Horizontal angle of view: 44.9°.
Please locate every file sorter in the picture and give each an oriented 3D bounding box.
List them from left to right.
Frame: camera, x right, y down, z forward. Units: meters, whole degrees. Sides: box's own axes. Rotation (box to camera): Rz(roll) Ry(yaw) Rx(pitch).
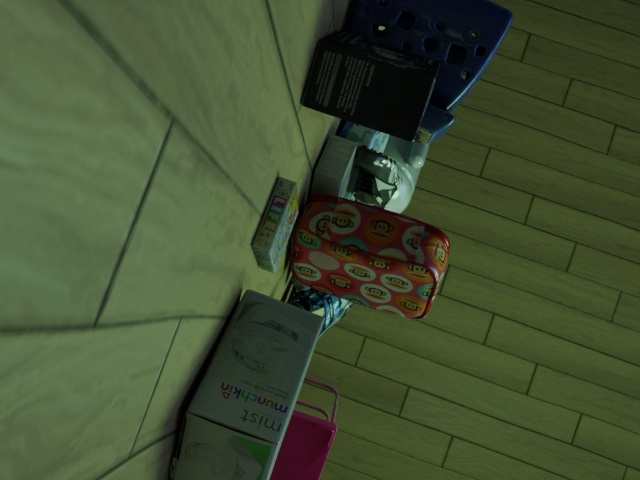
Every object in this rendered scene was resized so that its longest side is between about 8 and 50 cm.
[{"bbox_3d":[-0.095,0.438,1.634,0.182,0.202,0.291,-68,177,-71],"label":"file sorter"}]

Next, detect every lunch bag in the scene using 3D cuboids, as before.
[{"bbox_3d":[0.082,-0.189,1.706,0.176,0.090,0.219,-68,171,22],"label":"lunch bag"},{"bbox_3d":[0.089,0.047,1.482,0.258,0.293,0.120,95,15,-57],"label":"lunch bag"}]

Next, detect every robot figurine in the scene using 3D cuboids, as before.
[{"bbox_3d":[0.162,-0.192,2.044,0.300,0.200,0.353,-26,-150,43],"label":"robot figurine"}]

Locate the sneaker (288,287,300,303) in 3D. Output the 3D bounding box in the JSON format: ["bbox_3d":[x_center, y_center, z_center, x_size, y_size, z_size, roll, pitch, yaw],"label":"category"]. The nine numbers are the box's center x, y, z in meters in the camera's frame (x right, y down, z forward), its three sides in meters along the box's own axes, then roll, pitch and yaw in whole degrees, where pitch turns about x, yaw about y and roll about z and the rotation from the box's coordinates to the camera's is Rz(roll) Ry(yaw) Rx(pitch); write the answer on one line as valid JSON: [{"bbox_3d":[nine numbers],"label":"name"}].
[{"bbox_3d":[-0.057,0.146,1.860,0.162,0.063,0.073,-72,161,-57],"label":"sneaker"}]

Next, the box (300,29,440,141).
[{"bbox_3d":[0.073,-0.215,1.058,0.156,0.158,0.093,-63,171,-67],"label":"box"}]

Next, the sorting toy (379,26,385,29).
[{"bbox_3d":[0.173,-0.561,1.616,0.208,0.038,0.193,-66,174,-49],"label":"sorting toy"}]

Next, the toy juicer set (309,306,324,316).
[{"bbox_3d":[-0.113,0.248,1.406,0.329,0.089,0.209,-67,158,-6],"label":"toy juicer set"}]

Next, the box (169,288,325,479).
[{"bbox_3d":[-0.108,0.246,1.074,0.231,0.126,0.262,-69,177,-51],"label":"box"}]

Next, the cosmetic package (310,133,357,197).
[{"bbox_3d":[0.015,-0.094,1.535,0.239,0.060,0.099,103,10,-57],"label":"cosmetic package"}]

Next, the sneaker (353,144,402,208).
[{"bbox_3d":[0.108,-0.116,1.578,0.106,0.078,0.234,-62,161,-4],"label":"sneaker"}]

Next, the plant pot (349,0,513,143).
[{"bbox_3d":[0.146,-0.286,1.237,0.236,0.236,0.212,-22,136,-86],"label":"plant pot"}]

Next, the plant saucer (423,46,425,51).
[{"bbox_3d":[0.187,-0.413,1.905,0.317,0.043,0.317,-55,-169,16],"label":"plant saucer"}]

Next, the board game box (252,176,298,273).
[{"bbox_3d":[-0.062,-0.018,1.105,0.154,0.026,0.103,92,18,-77],"label":"board game box"}]

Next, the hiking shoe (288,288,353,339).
[{"bbox_3d":[-0.009,0.148,1.722,0.304,0.113,0.132,-58,161,-10],"label":"hiking shoe"}]

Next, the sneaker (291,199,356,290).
[{"bbox_3d":[0.000,0.000,1.697,0.262,0.104,0.125,-58,180,-35],"label":"sneaker"}]

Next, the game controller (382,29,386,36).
[{"bbox_3d":[0.192,-0.465,1.715,0.319,0.067,0.166,127,-25,-66],"label":"game controller"}]
